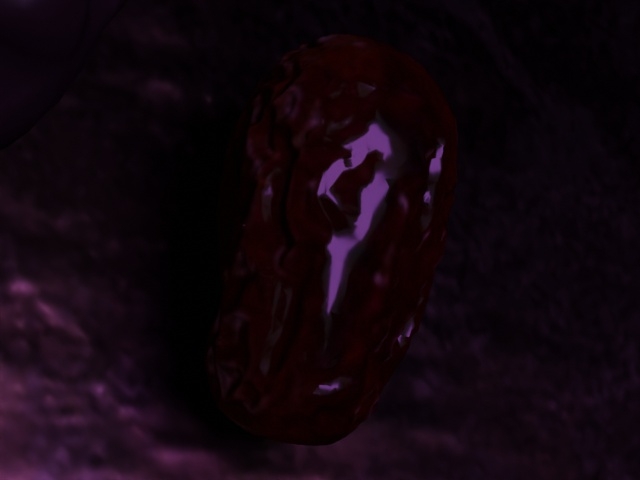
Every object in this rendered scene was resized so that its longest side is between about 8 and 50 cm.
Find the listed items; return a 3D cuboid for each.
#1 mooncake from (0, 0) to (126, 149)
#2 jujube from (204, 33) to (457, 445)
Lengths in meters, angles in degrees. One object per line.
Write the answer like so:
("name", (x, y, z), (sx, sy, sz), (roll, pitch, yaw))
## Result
("mooncake", (-0.172, -0.119, 0.450), (0.283, 0.141, 0.283), (15, 64, -33))
("jujube", (0.000, 0.000, 0.598), (0.077, 0.077, 0.129), (27, 68, -30))
